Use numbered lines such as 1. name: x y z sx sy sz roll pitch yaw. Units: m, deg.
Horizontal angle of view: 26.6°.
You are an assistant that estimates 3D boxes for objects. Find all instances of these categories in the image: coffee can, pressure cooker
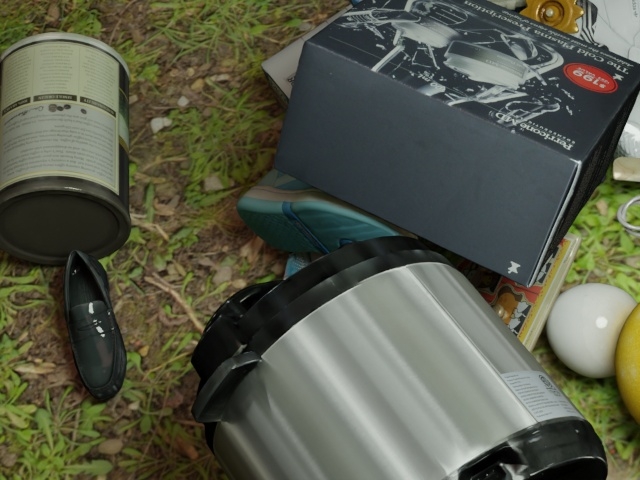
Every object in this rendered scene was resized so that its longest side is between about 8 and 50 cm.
1. coffee can: -0.375 -0.132 1.954 0.201 0.201 0.275 -11 58 9
2. pressure cooker: 0.071 0.200 1.535 0.375 0.370 0.420 -33 61 -9

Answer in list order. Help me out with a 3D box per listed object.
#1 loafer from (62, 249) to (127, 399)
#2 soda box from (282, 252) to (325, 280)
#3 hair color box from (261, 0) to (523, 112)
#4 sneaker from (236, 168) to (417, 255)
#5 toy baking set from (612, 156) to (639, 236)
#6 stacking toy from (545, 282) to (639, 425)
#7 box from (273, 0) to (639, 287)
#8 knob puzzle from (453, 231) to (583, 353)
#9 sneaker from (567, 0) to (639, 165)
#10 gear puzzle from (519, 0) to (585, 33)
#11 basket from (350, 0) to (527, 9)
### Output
1. loafer: -0.319 0.114 1.866 0.076 0.078 0.223 -19 57 5
2. soda box: 0.000 0.000 1.856 0.063 0.058 0.183 4 61 18
3. hair color box: 0.109 -0.269 1.956 0.347 0.105 0.174 -34 57 -6
4. sneaker: 0.044 -0.083 1.734 0.319 0.127 0.208 11 57 50
5. toy baking set: 0.483 -0.018 1.690 0.196 0.030 0.256 -24 77 -9
6. stacking toy: 0.464 0.143 1.544 0.480 0.351 0.351 21 67 45
7. box: 0.174 -0.149 1.626 0.343 0.179 0.312 25 36 13
8. knob puzzle: 0.226 0.050 1.726 0.213 0.030 0.213 -32 43 36
9. sneaker: 0.445 -0.257 1.834 0.210 0.137 0.366 -19 54 7
10. gear puzzle: 0.252 -0.189 1.814 0.175 0.044 0.339 27 104 21
11. basket: 0.178 -0.425 1.840 0.288 0.201 0.255 -6 63 7
